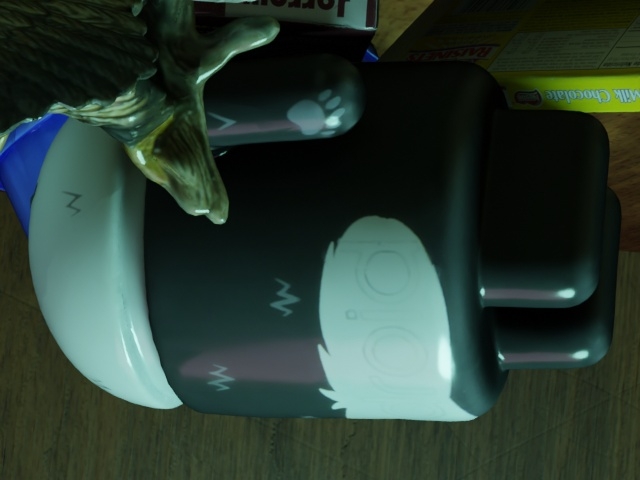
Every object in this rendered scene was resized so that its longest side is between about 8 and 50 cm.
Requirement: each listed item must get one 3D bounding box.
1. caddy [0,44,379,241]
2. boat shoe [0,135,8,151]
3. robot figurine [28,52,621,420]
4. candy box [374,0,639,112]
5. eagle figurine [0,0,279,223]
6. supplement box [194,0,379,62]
[{"bbox_3d":[-0.070,-0.049,1.254,0.241,0.179,0.341,-24,170,9],"label":"caddy"},{"bbox_3d":[-0.160,-0.104,0.874,0.059,0.170,0.063,17,132,-22],"label":"boat shoe"},{"bbox_3d":[0.000,-0.003,0.932,0.278,0.209,0.173,0,-161,16],"label":"robot figurine"},{"bbox_3d":[0.128,-0.100,0.979,0.206,0.027,0.105,3,-141,38],"label":"candy box"},{"bbox_3d":[-0.154,-0.073,0.686,0.226,0.225,0.298,7,-179,40],"label":"eagle figurine"},{"bbox_3d":[-0.042,-0.122,0.965,0.130,0.073,0.239,3,177,-3],"label":"supplement box"}]
